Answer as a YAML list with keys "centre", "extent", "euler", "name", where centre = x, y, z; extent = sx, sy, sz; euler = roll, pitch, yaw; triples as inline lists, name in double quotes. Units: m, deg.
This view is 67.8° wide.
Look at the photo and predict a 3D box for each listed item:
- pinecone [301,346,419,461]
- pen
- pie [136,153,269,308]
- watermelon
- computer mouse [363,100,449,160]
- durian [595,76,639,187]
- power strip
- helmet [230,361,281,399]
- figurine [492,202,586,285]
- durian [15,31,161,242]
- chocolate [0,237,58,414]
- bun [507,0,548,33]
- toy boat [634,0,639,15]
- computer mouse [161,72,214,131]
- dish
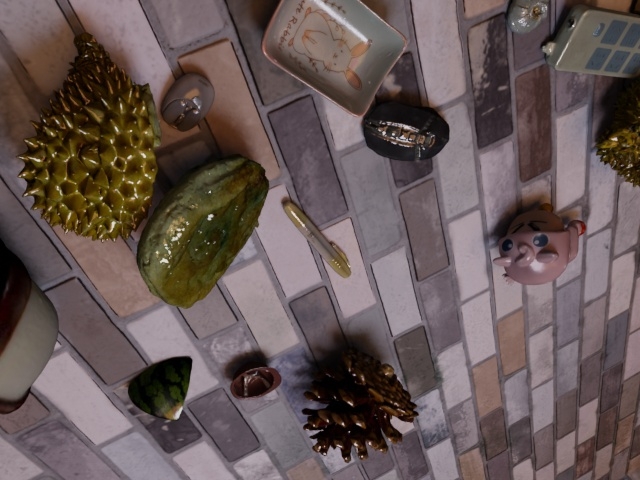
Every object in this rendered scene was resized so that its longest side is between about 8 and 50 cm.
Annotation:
- centre: [0.073, 0.374, 1.083]
  extent: [0.264, 0.264, 0.264]
  euler: [-11, 121, -18]
  name: "pinecone"
- centre: [0.000, 0.000, 0.960]
  extent: [0.040, 0.032, 0.233]
  euler: [-52, 127, -18]
  name: "pen"
- centre: [-0.178, -0.008, 0.770]
  extent: [0.277, 0.079, 0.277]
  euler: [-49, 158, -28]
  name: "pie"
- centre: [-0.327, 0.304, 0.981]
  extent: [0.136, 0.125, 0.094]
  euler: [1, 155, 7]
  name: "watermelon"
- centre: [0.173, -0.201, 0.900]
  extent: [0.192, 0.062, 0.105]
  euler: [4, 116, -27]
  name: "computer mouse"
- centre: [0.743, -0.236, 1.027]
  extent: [0.293, 0.258, 0.258]
  euler: [27, 105, -27]
  name: "durian"
- centre: [0.574, -0.396, 0.956]
  extent: [0.271, 0.046, 0.118]
  euler: [-3, 136, -22]
  name: "power strip"
- centre: [-0.146, 0.298, 1.049]
  extent: [0.111, 0.057, 0.089]
  euler: [-18, 120, -8]
  name: "helmet"
- centre: [0.525, 0.011, 1.143]
  extent: [0.288, 0.176, 0.186]
  euler: [-2, 78, -40]
  name: "figurine"
- centre: [-0.308, -0.125, 0.669]
  extent: [0.172, 0.166, 0.306]
  euler: [5, 111, -7]
  name: "durian"
- centre: [-0.522, 0.137, 0.697]
  extent: [0.284, 0.283, 0.186]
  euler: [-30, 147, -5]
  name: "chocolate"
- centre: [0.384, -0.422, 0.875]
  extent: [0.083, 0.045, 0.083]
  euler: [-8, 120, -14]
  name: "bun"
- centre: [0.682, -0.518, 0.949]
  extent: [0.049, 0.047, 0.149]
  euler: [-1, 124, -38]
  name: "toy boat"
- centre: [-0.206, -0.213, 0.742]
  extent: [0.066, 0.039, 0.096]
  euler: [32, 103, -34]
  name: "computer mouse"
- centre: [0.014, -0.314, 0.757]
  extent: [0.212, 0.077, 0.151]
  euler: [24, 104, -32]
  name: "dish"
